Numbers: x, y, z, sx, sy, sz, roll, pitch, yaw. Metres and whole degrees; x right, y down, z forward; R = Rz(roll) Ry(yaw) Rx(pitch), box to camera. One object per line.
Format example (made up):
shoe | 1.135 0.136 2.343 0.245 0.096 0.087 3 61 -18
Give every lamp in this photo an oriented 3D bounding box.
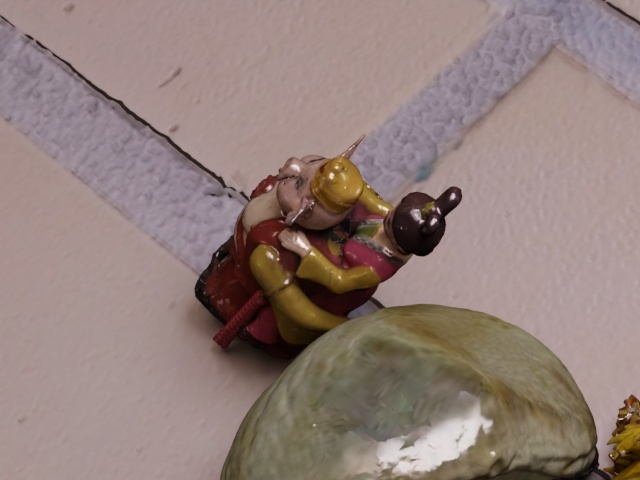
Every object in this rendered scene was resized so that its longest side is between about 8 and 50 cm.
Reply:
lamp | 0.000 0.000 1.307 0.118 0.253 0.118 7 69 -18

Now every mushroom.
mushroom | 0.052 0.127 1.267 0.267 0.164 0.189 -19 57 -8

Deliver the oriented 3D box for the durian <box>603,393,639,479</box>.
durian | 0.307 0.229 1.225 0.305 0.185 0.195 21 83 8
